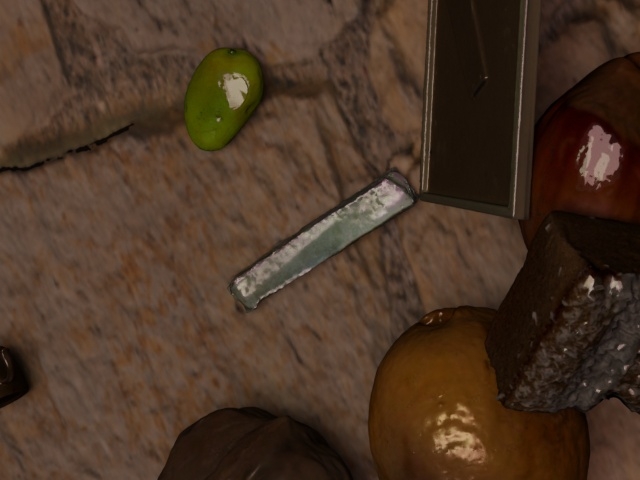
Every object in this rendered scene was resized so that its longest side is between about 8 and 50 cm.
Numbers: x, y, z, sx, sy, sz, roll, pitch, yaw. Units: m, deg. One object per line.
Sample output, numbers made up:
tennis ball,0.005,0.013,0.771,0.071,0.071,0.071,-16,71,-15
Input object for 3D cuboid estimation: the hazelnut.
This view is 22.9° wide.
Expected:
hazelnut,0.264,-0.059,1.428,0.181,0.212,0.181,-43,69,48

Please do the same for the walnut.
walnut,-0.061,0.270,1.523,0.224,0.224,0.224,1,95,11

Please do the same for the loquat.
loquat,0.147,0.176,1.456,0.193,0.238,0.238,-12,92,15

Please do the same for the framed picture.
framed picture,0.143,-0.171,1.444,0.020,0.211,0.289,0,95,-20

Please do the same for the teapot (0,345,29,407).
teapot,-0.344,0.136,1.622,0.121,0.076,0.068,-36,78,50

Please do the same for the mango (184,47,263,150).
mango,-0.097,-0.139,1.562,0.073,0.056,0.108,24,102,14

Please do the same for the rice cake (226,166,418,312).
rice cake,0.000,0.000,1.566,0.211,0.034,0.043,-33,96,12

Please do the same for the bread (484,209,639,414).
bread,0.364,0.088,1.367,0.417,0.113,0.165,8,128,-16
